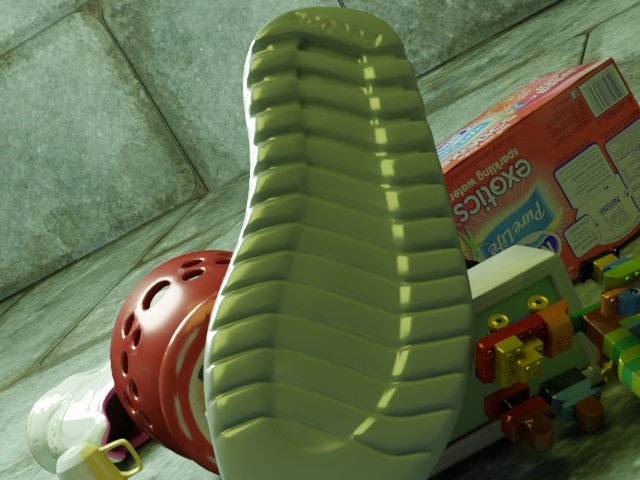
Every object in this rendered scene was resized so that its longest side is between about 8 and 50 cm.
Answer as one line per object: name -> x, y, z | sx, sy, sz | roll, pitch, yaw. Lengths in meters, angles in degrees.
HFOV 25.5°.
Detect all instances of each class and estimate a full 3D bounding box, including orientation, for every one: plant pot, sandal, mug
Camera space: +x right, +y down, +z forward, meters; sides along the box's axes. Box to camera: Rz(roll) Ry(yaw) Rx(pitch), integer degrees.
plant pot -> -0.074, 0.107, 1.233 | 0.191, 0.191, 0.174 | -34, 14, -16
sandal -> 0.017, 0.018, 0.964 | 0.169, 0.102, 0.416 | 4, 57, 0
mug -> -0.225, 0.232, 1.409 | 0.078, 0.064, 0.062 | -37, 12, -33

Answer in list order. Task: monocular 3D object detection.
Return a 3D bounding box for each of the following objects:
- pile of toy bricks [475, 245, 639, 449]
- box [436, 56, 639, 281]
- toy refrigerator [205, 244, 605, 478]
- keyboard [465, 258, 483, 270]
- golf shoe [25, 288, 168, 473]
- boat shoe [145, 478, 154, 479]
pile of toy bricks -> 0.209, 0.075, 0.909 | 0.212, 0.118, 0.105 | -23, 42, -20
box -> 0.160, -0.022, 1.288 | 0.300, 0.154, 0.142 | -36, 11, -18
toy refrigerator -> 0.064, 0.110, 1.014 | 0.270, 0.102, 0.094 | -27, 10, -10
keyboard -> 0.097, 0.055, 1.111 | 0.180, 0.023, 0.108 | 13, -57, -46
golf shoe -> -0.186, 0.154, 1.592 | 0.140, 0.115, 0.306 | -3, 34, 46
boat shoe -> -0.198, 0.255, 1.279 | 0.135, 0.045, 0.050 | -38, 13, -34
